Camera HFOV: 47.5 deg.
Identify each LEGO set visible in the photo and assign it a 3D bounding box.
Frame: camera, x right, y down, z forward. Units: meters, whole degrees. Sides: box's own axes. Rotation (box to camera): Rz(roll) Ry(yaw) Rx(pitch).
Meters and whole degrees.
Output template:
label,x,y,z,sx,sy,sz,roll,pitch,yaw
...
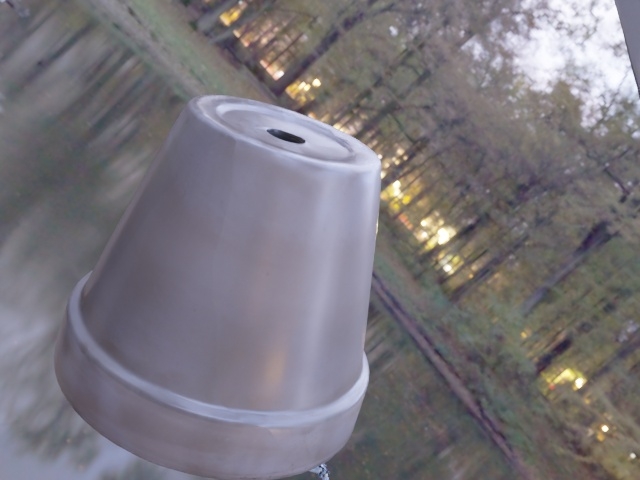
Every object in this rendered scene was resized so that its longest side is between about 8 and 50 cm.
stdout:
label,x,y,z,sx,sy,sz,roll,pitch,yaw
LEGO set,-0.013,0.222,0.755,0.083,0.023,0.054,39,-12,29

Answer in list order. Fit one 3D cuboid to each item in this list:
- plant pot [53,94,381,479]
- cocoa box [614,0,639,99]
label,x,y,z,sx,sy,sz,roll,pitch,yaw
plant pot,-0.072,0.020,0.724,0.323,0.281,0.323,18,19,-6
cocoa box,0.268,-0.266,0.335,0.228,0.231,0.347,-29,-110,63
